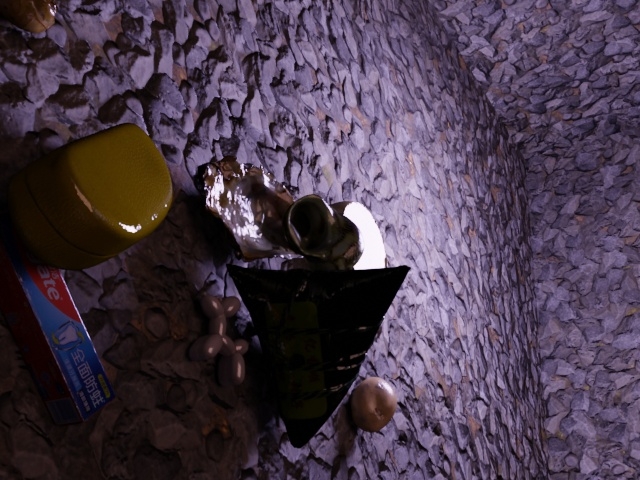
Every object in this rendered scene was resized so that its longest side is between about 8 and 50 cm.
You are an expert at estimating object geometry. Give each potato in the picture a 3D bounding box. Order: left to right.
[{"bbox_3d":[0.132,0.401,1.852,0.112,0.112,0.147,53,43,-34],"label":"potato"}]

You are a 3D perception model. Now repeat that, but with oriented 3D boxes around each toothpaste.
[{"bbox_3d":[-0.403,0.110,1.094,0.076,0.066,0.320,-39,112,-59],"label":"toothpaste"}]

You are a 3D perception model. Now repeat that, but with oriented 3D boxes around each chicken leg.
[{"bbox_3d":[-0.490,-0.413,1.163,0.101,0.085,0.207,-50,124,-4],"label":"chicken leg"}]

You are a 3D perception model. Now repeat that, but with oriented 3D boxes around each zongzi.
[{"bbox_3d":[0.038,0.179,1.522,0.319,0.362,0.383,-62,137,-59],"label":"zongzi"}]

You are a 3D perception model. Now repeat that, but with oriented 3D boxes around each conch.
[{"bbox_3d":[-0.001,0.002,1.580,0.187,0.124,0.181,-16,79,-38],"label":"conch"}]

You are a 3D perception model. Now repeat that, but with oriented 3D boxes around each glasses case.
[{"bbox_3d":[-0.337,-0.062,1.137,0.173,0.141,0.371,59,12,-12],"label":"glasses case"}]

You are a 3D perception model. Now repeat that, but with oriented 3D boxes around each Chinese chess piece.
[{"bbox_3d":[0.077,0.022,1.930,0.250,0.103,0.250,34,48,-49],"label":"Chinese chess piece"}]

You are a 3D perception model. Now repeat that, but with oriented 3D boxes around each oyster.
[{"bbox_3d":[-0.131,-0.061,1.607,0.361,0.096,0.221,-1,82,-59],"label":"oyster"}]

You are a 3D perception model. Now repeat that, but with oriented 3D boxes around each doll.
[{"bbox_3d":[-0.189,0.177,1.440,0.161,0.059,0.160,51,37,-35],"label":"doll"}]
